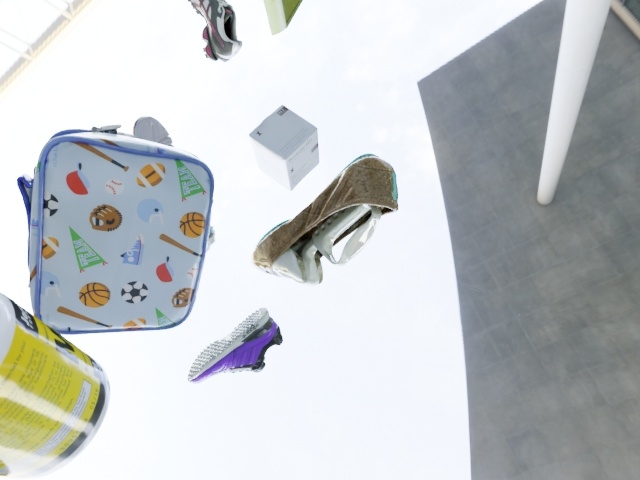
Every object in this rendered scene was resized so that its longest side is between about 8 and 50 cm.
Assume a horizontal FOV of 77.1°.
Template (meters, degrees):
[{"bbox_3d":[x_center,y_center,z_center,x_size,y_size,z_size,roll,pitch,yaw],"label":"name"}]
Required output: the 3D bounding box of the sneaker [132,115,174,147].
[{"bbox_3d":[-0.521,-0.219,1.195,0.180,0.124,0.321,20,-49,26],"label":"sneaker"}]

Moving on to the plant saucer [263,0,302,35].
[{"bbox_3d":[-0.094,-0.725,1.173,0.045,0.188,0.188,26,-97,6],"label":"plant saucer"}]

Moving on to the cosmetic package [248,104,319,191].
[{"bbox_3d":[-0.108,-0.286,1.261,0.151,0.184,0.151,37,-107,16],"label":"cosmetic package"}]

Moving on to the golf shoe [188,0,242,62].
[{"bbox_3d":[-0.286,-0.639,1.099,0.120,0.105,0.273,0,-65,40],"label":"golf shoe"}]

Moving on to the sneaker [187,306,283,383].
[{"bbox_3d":[-0.229,0.333,1.137,0.293,0.102,0.146,-37,-71,-2],"label":"sneaker"}]

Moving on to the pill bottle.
[{"bbox_3d":[-0.272,0.107,0.315,0.119,0.208,0.119,-3,-128,4],"label":"pill bottle"}]

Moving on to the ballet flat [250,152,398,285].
[{"bbox_3d":[0.000,0.000,0.686,0.342,0.116,0.124,-37,-124,29],"label":"ballet flat"}]

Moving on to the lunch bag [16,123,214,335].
[{"bbox_3d":[-0.294,-0.013,0.591,0.115,0.243,0.303,38,-62,57],"label":"lunch bag"}]

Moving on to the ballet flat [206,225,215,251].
[{"bbox_3d":[-0.554,-0.048,1.355,0.408,0.147,0.147,24,-88,0],"label":"ballet flat"}]
